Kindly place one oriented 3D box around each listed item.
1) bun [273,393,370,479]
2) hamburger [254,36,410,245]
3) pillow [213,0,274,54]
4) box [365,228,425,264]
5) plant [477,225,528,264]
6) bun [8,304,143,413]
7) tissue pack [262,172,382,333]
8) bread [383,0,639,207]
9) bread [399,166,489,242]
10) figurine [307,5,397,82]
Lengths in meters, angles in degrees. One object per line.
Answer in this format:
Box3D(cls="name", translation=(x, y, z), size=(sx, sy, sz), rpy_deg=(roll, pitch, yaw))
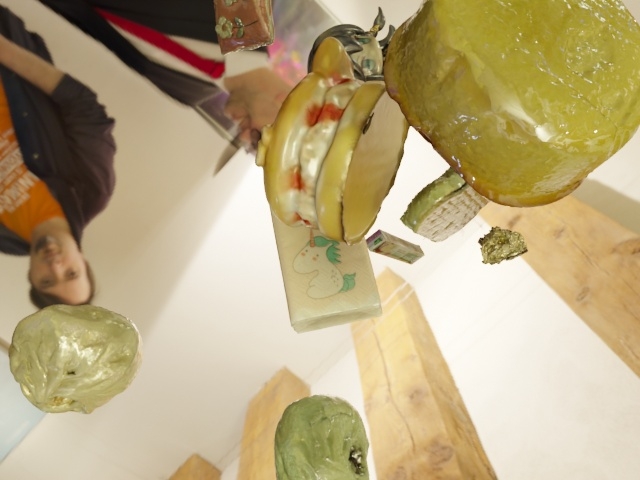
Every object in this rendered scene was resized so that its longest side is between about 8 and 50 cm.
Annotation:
Box3D(cls="bun", translation=(0.013, 0.371, 1.054), size=(0.108, 0.221, 0.221), rpy_deg=(-32, -158, 41))
Box3D(cls="hamburger", translation=(0.019, -0.159, 0.952), size=(0.261, 0.186, 0.303), rpy_deg=(-10, 120, -69))
Box3D(cls="pillow", translation=(-0.177, -0.513, 1.327), size=(0.171, 0.179, 0.075), rpy_deg=(2, -170, 36))
Box3D(cls="box", translation=(0.181, 0.019, 1.438), size=(0.050, 0.207, 0.041), rpy_deg=(-39, -120, 22))
Box3D(cls="plant", translation=(0.442, 0.030, 1.479), size=(0.122, 0.116, 0.105), rpy_deg=(95, 5, -55))
Box3D(cls="bun", translation=(-0.410, 0.210, 0.997), size=(0.231, 0.231, 0.133), rpy_deg=(-40, -144, 30))
Box3D(cls="tissue pack", translation=(0.000, 0.000, 1.140), size=(0.170, 0.326, 0.071), rpy_deg=(-13, 155, 0))
Box3D(cls="bread", translation=(0.205, -0.174, 0.626), size=(0.270, 0.269, 0.148), rpy_deg=(-55, 180, -24))
Box3D(cls="bread", translation=(0.230, -0.079, 0.970), size=(0.207, 0.056, 0.286), rpy_deg=(-42, 164, 9))
Box3D(cls="figurine", translation=(0.103, -0.352, 1.242), size=(0.175, 0.264, 0.197), rpy_deg=(-99, -150, -44))
